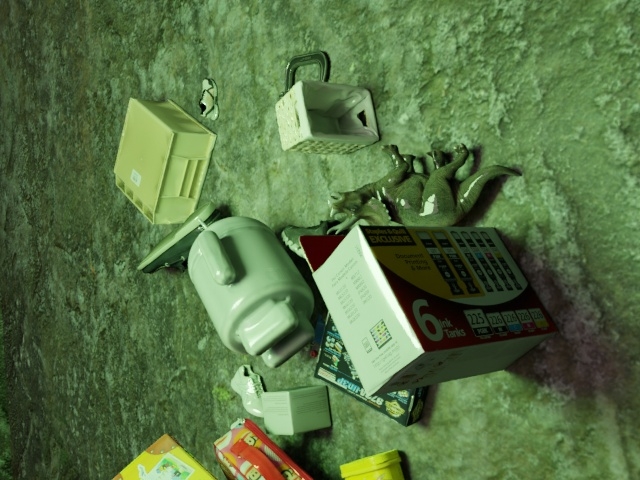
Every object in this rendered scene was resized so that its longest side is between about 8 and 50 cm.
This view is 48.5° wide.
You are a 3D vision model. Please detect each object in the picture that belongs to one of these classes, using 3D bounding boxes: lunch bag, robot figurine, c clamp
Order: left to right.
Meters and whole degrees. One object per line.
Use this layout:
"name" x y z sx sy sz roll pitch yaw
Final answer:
"robot figurine" -0.145 0.089 1.445 0.200 0.300 0.353 -36 52 1
"lunch bag" -0.092 0.494 1.413 0.293 0.120 0.258 32 149 40
"c clamp" -0.038 -0.330 1.508 0.161 0.022 0.137 -3 83 50

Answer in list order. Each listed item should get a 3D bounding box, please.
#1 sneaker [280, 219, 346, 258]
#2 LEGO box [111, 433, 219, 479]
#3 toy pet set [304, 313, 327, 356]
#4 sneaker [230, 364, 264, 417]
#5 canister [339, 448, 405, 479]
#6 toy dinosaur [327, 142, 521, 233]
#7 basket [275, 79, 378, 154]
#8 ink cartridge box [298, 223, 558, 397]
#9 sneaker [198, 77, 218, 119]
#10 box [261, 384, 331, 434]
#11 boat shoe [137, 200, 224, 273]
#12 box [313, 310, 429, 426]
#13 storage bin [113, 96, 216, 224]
"sneaker" 0.000 0.000 1.427 0.106 0.078 0.234 -56 32 1
"LEGO box" -0.173 0.664 1.401 0.500 0.193 0.372 21 144 47
"toy pet set" 0.009 0.215 1.419 0.122 0.065 0.114 32 114 43
"sneaker" -0.154 0.343 1.617 0.152 0.054 0.061 42 118 41
"canister" 0.112 0.481 1.299 0.126 0.073 0.169 -33 68 44
"toy dinosaur" 0.175 -0.078 1.198 0.314 0.121 0.160 2 84 16
"basket" 0.010 -0.226 1.346 0.103 0.167 0.113 -25 71 53
"ink cartridge box" 0.158 0.066 1.063 0.130 0.310 0.271 -49 56 37
"sneaker" -0.282 -0.355 1.767 0.040 0.044 0.109 -26 69 48
"box" -0.050 0.348 1.461 0.102 0.101 0.087 -18 77 50
"boat shoe" -0.338 0.023 1.787 0.113 0.127 0.340 45 127 -14
"box" 0.099 0.211 1.299 0.220 0.051 0.175 21 106 35
"storage bin" -0.417 -0.209 1.864 0.262 0.123 0.260 39 119 41
